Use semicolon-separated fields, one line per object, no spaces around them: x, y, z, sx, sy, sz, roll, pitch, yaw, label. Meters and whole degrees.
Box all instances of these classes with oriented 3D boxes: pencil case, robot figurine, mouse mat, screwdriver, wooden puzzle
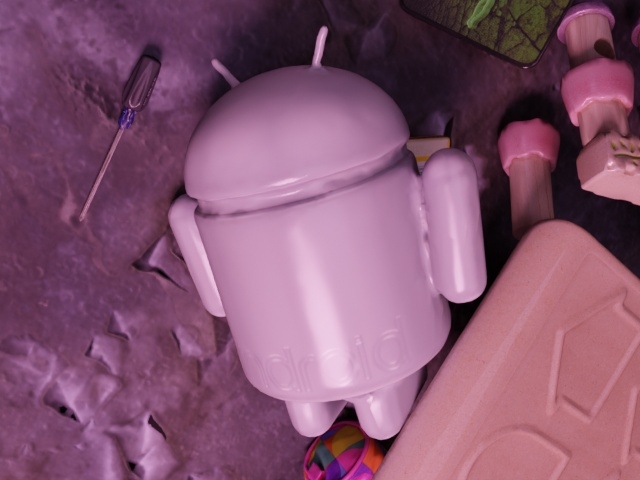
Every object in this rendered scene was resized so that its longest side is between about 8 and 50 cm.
0.075;0.317;0.799;0.104;0.104;0.236;-37;111;-4;pencil case
0.000;0.000;0.618;0.300;0.200;0.353;-9;106;25;robot figurine
0.182;-0.276;0.659;0.152;0.007;0.190;30;95;14;mouse mat
-0.190;-0.094;0.642;0.024;0.025;0.170;23;107;-23;screwdriver
0.249;0.194;0.695;0.348;0.080;0.322;34;85;-21;wooden puzzle

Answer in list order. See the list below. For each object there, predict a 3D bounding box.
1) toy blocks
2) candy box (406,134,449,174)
0.367;-0.148;0.668;0.288;0.309;0.260;12;64;-14;toy blocks
0.084;-0.007;0.742;0.105;0.027;0.206;-4;108;-11;candy box
